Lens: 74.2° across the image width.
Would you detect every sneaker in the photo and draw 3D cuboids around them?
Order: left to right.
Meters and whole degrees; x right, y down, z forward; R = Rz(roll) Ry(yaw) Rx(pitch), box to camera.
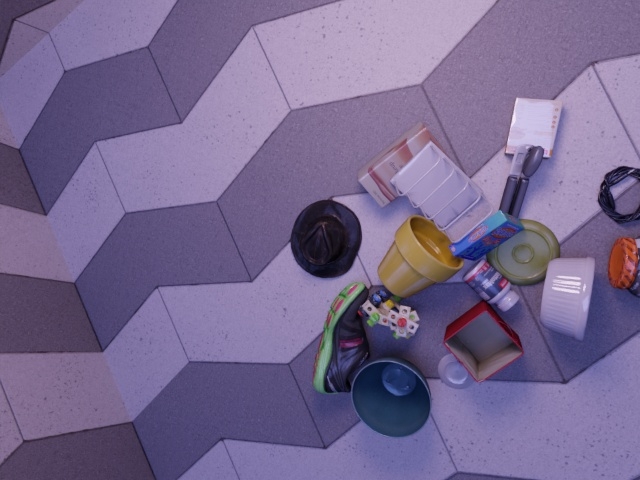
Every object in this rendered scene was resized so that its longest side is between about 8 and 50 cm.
[{"bbox_3d":[0.110,0.390,1.698,0.203,0.185,0.481,15,101,-5],"label":"sneaker"}]

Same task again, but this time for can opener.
[{"bbox_3d":[0.665,-0.188,1.425,0.074,0.093,0.280,9,119,6],"label":"can opener"}]

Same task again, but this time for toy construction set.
[{"bbox_3d":[0.259,0.278,1.529,0.151,0.328,0.215,-45,76,2],"label":"toy construction set"}]

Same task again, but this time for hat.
[{"bbox_3d":[0.000,0.000,1.697,0.332,0.134,0.330,2,96,21],"label":"hat"}]

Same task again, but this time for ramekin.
[{"bbox_3d":[0.794,0.177,1.364,0.127,0.273,0.272,9,99,32],"label":"ramekin"}]

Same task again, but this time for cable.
[{"bbox_3d":[0.986,-0.146,1.368,0.151,0.047,0.184,16,101,18],"label":"cable"}]

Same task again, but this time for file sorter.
[{"bbox_3d":[0.409,-0.157,1.429,0.278,0.173,0.193,38,112,-17],"label":"file sorter"}]

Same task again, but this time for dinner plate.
[{"bbox_3d":[0.522,0.502,1.619,0.142,0.017,0.141,2,95,19],"label":"dinner plate"}]

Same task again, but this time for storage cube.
[{"bbox_3d":[0.571,0.346,1.491,0.215,0.193,0.183,-44,80,18],"label":"storage cube"}]

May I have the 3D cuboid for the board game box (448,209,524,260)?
[{"bbox_3d":[0.568,-0.011,1.449,0.210,0.160,0.047,-43,54,32],"label":"board game box"}]

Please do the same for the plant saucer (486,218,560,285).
[{"bbox_3d":[0.712,0.044,1.492,0.241,0.037,0.240,2,96,20],"label":"plant saucer"}]

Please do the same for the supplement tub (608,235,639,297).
[{"bbox_3d":[1.085,0.089,1.270,0.339,0.207,0.206,8,98,19],"label":"supplement tub"}]

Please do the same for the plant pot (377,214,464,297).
[{"bbox_3d":[0.340,0.076,1.533,0.254,0.254,0.239,47,123,10],"label":"plant pot"}]

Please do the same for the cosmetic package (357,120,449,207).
[{"bbox_3d":[0.294,-0.275,1.541,0.296,0.129,0.153,-39,108,20],"label":"cosmetic package"}]

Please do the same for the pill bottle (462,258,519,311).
[{"bbox_3d":[0.608,0.161,1.504,0.180,0.108,0.108,44,108,10],"label":"pill bottle"}]

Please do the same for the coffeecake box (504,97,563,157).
[{"bbox_3d":[0.717,-0.377,1.431,0.143,0.068,0.185,11,99,19],"label":"coffeecake box"}]

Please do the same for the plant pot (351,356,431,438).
[{"bbox_3d":[0.284,0.565,1.615,0.291,0.195,0.289,2,96,20],"label":"plant pot"}]
